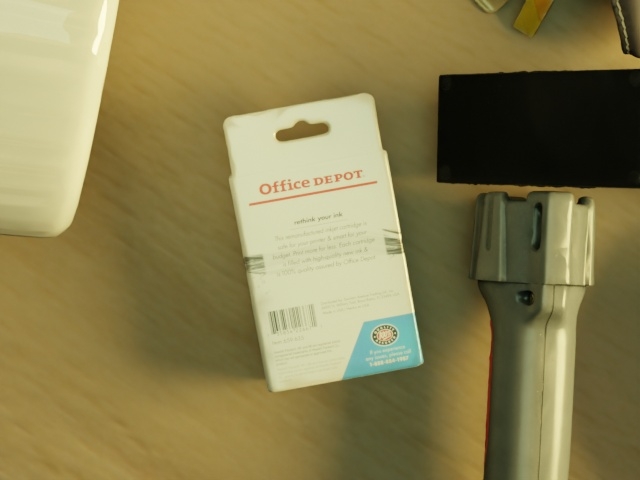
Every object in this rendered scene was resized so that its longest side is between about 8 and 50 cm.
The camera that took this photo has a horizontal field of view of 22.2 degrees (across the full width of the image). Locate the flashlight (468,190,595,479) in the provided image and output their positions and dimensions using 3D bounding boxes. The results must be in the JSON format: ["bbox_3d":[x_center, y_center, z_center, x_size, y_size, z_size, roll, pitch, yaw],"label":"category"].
[{"bbox_3d":[0.129,0.122,1.069,0.103,0.103,0.304,2,88,31],"label":"flashlight"}]

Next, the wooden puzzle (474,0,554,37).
[{"bbox_3d":[0.112,-0.190,1.070,0.116,0.078,0.014,41,45,1],"label":"wooden puzzle"}]

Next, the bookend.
[{"bbox_3d":[0.185,-0.070,1.061,0.157,0.156,0.072,-1,94,-47],"label":"bookend"}]

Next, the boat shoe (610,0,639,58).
[{"bbox_3d":[0.172,-0.253,1.054,0.092,0.103,0.285,-11,101,19],"label":"boat shoe"}]

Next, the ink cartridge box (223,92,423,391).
[{"bbox_3d":[0.000,0.000,1.070,0.104,0.060,0.180,-10,93,-2],"label":"ink cartridge box"}]

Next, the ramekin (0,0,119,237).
[{"bbox_3d":[-0.192,-0.132,0.956,0.135,0.277,0.277,11,92,-11],"label":"ramekin"}]
